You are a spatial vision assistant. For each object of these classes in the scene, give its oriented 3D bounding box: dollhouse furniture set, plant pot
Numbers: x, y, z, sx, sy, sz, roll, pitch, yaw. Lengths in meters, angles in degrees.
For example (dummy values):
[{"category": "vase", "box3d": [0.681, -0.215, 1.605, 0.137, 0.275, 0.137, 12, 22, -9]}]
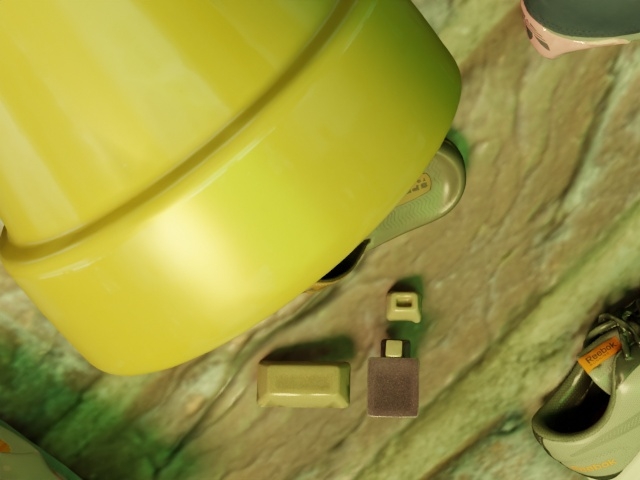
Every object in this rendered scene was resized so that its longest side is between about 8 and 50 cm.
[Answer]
[{"category": "dollhouse furniture set", "box3d": [0.015, 0.085, 1.044, 0.114, 0.091, 0.081, 0, 166, 5]}, {"category": "plant pot", "box3d": [-0.097, -0.101, 0.753, 0.254, 0.254, 0.239, -38, 110, 6]}]

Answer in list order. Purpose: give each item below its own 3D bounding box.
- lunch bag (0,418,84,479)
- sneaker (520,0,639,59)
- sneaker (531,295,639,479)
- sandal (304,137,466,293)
[{"category": "lunch bag", "box3d": [-0.252, 0.222, 0.928, 0.223, 0.160, 0.262, -48, 124, 0]}, {"category": "sneaker", "box3d": [0.265, -0.190, 0.920, 0.319, 0.112, 0.131, -11, 154, -20]}, {"category": "sneaker", "box3d": [0.259, 0.073, 1.073, 0.108, 0.100, 0.271, 24, 111, -26]}, {"category": "sandal", "box3d": [0.000, 0.000, 0.950, 0.219, 0.060, 0.090, -21, 126, -7]}]
